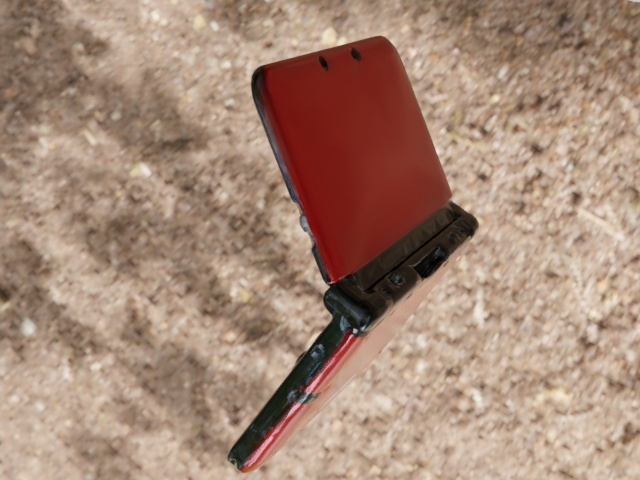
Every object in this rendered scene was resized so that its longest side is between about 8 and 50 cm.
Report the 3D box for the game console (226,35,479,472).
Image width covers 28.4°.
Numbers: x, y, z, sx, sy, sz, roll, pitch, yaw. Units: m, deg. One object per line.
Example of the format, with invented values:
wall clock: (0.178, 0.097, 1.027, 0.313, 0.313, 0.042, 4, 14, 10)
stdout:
game console: (0.000, 0.000, 0.486, 0.085, 0.144, 0.124, 41, 114, 9)
